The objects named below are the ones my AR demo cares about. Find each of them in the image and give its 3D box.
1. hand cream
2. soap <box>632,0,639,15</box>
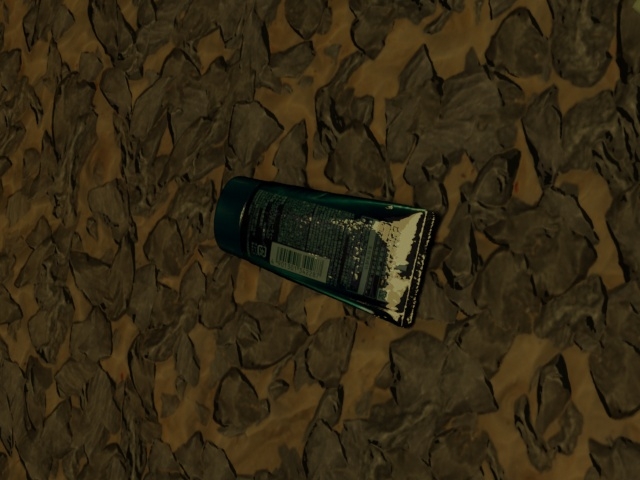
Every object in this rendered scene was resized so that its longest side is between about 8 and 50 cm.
[{"bbox_3d":[0.000,0.000,1.549,0.270,0.061,0.120,17,96,41],"label":"hand cream"},{"bbox_3d":[0.371,-0.193,1.130,0.182,0.138,0.199,-58,38,18],"label":"soap"}]
